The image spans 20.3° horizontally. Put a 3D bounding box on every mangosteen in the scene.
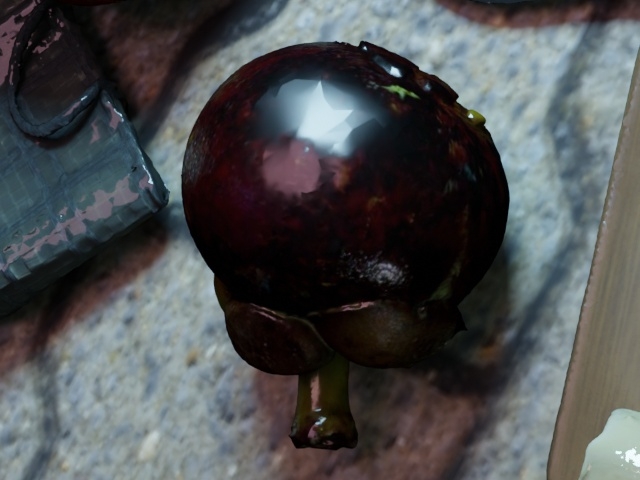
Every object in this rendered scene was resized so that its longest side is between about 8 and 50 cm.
[{"bbox_3d":[0.003,-0.011,0.893,0.184,0.172,0.172,-53,51,31],"label":"mangosteen"}]

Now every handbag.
[{"bbox_3d":[-0.204,-0.070,1.099,0.175,0.089,0.270,-39,57,8],"label":"handbag"}]

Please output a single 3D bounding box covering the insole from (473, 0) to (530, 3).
[{"bbox_3d":[0.149,-0.154,0.927,0.232,0.003,0.080,9,68,38],"label":"insole"}]

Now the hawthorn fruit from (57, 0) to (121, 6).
[{"bbox_3d":[-0.108,-0.262,1.030,0.266,0.210,0.230,-23,54,6],"label":"hawthorn fruit"}]

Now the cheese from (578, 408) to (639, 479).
[{"bbox_3d":[0.165,0.183,0.764,0.249,0.071,0.163,37,107,31],"label":"cheese"}]

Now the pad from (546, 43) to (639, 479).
[{"bbox_3d":[0.249,0.024,0.802,0.284,0.018,0.286,7,78,35],"label":"pad"}]
